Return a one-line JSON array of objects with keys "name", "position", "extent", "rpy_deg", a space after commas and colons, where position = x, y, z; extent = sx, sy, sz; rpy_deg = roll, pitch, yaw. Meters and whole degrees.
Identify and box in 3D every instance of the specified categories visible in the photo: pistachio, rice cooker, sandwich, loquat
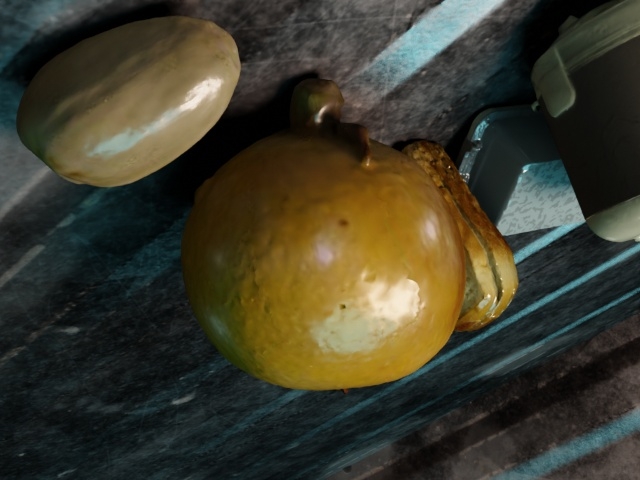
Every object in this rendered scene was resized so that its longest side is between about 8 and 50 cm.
[{"name": "pistachio", "position": [-0.166, -0.126, 0.697], "extent": [0.206, 0.131, 0.129], "rpy_deg": [-31, -162, -5]}, {"name": "rice cooker", "position": [0.409, -0.159, 0.902], "extent": [0.289, 0.276, 0.288], "rpy_deg": [-17, 172, -3]}, {"name": "sandwich", "position": [0.116, 0.036, 1.080], "extent": [0.100, 0.254, 0.288], "rpy_deg": [-11, 157, -47]}, {"name": "loquat", "position": [0.000, 0.000, 0.878], "extent": [0.329, 0.328, 0.359], "rpy_deg": [-11, 108, -23]}]

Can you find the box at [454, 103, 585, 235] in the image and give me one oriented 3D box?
[{"name": "box", "position": [0.305, -0.104, 1.094], "extent": [0.227, 0.130, 0.162], "rpy_deg": [-10, 137, -26]}]
